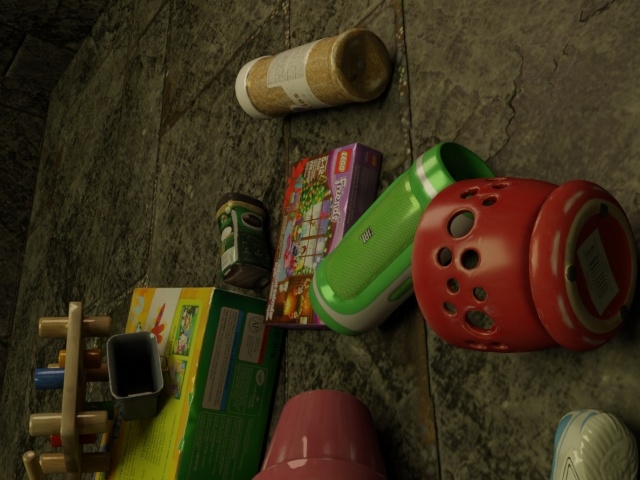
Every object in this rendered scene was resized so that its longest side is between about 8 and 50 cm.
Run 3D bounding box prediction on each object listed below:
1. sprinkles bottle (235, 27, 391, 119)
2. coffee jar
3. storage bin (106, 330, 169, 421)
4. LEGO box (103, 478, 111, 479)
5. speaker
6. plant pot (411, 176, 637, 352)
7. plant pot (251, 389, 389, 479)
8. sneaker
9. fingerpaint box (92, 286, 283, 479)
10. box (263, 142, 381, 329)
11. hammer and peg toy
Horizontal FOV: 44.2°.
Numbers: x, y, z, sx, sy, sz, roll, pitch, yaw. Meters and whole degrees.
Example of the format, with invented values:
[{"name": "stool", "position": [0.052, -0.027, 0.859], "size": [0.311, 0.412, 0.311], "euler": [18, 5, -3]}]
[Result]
[{"name": "sprinkles bottle", "position": [-0.024, -0.289, 1.405], "size": [0.355, 0.121, 0.121], "euler": [5, 80, 58]}, {"name": "coffee jar", "position": [-0.147, -0.003, 1.492], "size": [0.079, 0.096, 0.184], "euler": [-42, 42, 37]}, {"name": "storage bin", "position": [-0.308, 0.235, 1.342], "size": [0.091, 0.098, 0.135], "euler": [98, 159, -43]}, {"name": "LEGO box", "position": [-0.325, 0.552, 1.135], "size": [0.500, 0.372, 0.193], "euler": [-29, 38, 34]}, {"name": "speaker", "position": [0.107, 0.005, 1.062], "size": [0.296, 0.131, 0.131], "euler": [-48, 40, 35]}, {"name": "plant pot", "position": [0.220, 0.024, 0.823], "size": [0.174, 0.191, 0.191], "euler": [-3, 74, 48]}, {"name": "plant pot", "position": [0.004, 0.308, 1.040], "size": [0.201, 0.201, 0.180], "euler": [-48, 24, 35]}, {"name": "sneaker", "position": [0.259, 0.281, 0.751], "size": [0.086, 0.085, 0.237], "euler": [126, 150, -77]}, {"name": "fingerpaint box", "position": [-0.252, 0.317, 1.445], "size": [0.371, 0.163, 0.445], "euler": [-7, 70, 56]}, {"name": "box", "position": [0.000, 0.000, 1.295], "size": [0.201, 0.057, 0.293], "euler": [-9, 69, 55]}, {"name": "hammer and peg toy", "position": [-0.428, 0.318, 1.373], "size": [0.266, 0.127, 0.361], "euler": [108, 159, -51]}]
